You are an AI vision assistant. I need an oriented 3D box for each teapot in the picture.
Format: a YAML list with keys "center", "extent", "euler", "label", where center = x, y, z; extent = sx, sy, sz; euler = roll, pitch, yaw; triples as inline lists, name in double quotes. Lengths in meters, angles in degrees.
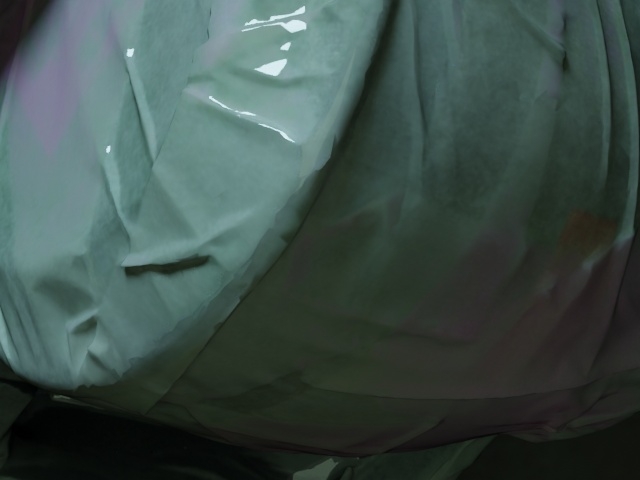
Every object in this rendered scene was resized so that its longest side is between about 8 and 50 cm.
- center: [0.007, 0.003, 0.432]
  extent: [0.178, 0.163, 0.222]
  euler: [21, 97, -33]
  label: "teapot"
